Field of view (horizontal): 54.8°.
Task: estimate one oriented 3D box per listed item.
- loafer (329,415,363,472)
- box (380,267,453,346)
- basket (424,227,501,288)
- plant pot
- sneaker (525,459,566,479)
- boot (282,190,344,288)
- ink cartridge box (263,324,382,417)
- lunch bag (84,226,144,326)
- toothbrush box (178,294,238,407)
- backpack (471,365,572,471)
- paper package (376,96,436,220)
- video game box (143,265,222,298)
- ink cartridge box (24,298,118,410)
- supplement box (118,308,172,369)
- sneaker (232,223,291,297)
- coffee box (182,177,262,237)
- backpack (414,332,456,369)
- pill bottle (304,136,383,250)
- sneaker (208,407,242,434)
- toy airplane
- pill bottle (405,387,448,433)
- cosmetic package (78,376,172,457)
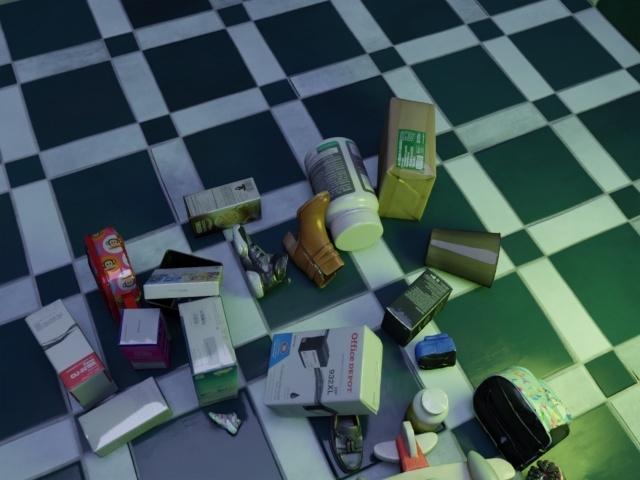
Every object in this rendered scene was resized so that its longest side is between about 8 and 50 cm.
[{"bbox_3d":[0.071,0.532,1.798,0.096,0.084,0.268,-4,60,-8],"label":"loafer"},{"bbox_3d":[0.303,0.214,1.959,0.207,0.153,0.108,-39,69,-23],"label":"box"},{"bbox_3d":[0.473,0.044,2.076,0.226,0.154,0.204,11,58,8],"label":"basket"},{"bbox_3d":[-0.414,0.167,1.937,0.187,0.167,0.188,14,59,5],"label":"plant pot"},{"bbox_3d":[0.598,0.760,1.687,0.120,0.112,0.299,12,63,51],"label":"sneaker"},{"bbox_3d":[0.000,0.000,2.008,0.109,0.283,0.220,-8,52,-51],"label":"boot"},{"bbox_3d":[0.009,0.380,1.784,0.307,0.129,0.223,-10,55,25],"label":"ink cartridge box"},{"bbox_3d":[-0.613,0.128,1.877,0.120,0.293,0.258,-22,63,-21],"label":"lunch bag"},{"bbox_3d":[-0.318,0.323,1.776,0.126,0.296,0.216,-12,62,-13],"label":"toothbrush box"},{"bbox_3d":[0.570,0.493,1.775,0.191,0.225,0.253,-15,55,-37],"label":"backpack"},{"bbox_3d":[0.294,-0.278,2.157,0.168,0.309,0.325,6,61,1],"label":"paper package"},{"bbox_3d":[-0.387,0.118,1.775,0.205,0.187,0.048,-3,99,-4],"label":"video game box"},{"bbox_3d":[-0.723,0.334,1.802,0.114,0.197,0.273,-34,67,-22],"label":"ink cartridge box"},{"bbox_3d":[-0.514,0.295,1.825,0.113,0.220,0.111,0,60,-5],"label":"supplement box"},{"bbox_3d":[-0.194,0.053,2.059,0.153,0.101,0.269,-18,68,-14],"label":"sneaker"},{"bbox_3d":[-0.333,-0.111,2.121,0.246,0.141,0.098,-17,62,-12],"label":"coffee box"},{"bbox_3d":[0.351,0.348,1.920,0.120,0.098,0.101,-13,40,-1],"label":"backpack"},{"bbox_3d":[0.081,-0.160,2.136,0.204,0.204,0.361,-11,61,-10],"label":"pill bottle"},{"bbox_3d":[-0.275,0.517,1.817,0.098,0.038,0.069,34,61,5],"label":"sneaker"},{"bbox_3d":[0.280,0.661,1.627,0.384,0.272,0.386,30,63,15],"label":"toy airplane"},{"bbox_3d":[0.311,0.486,1.781,0.103,0.184,0.103,2,59,-3],"label":"pill bottle"},{"bbox_3d":[-0.557,0.507,1.778,0.231,0.085,0.117,-28,65,-16],"label":"cosmetic package"}]
